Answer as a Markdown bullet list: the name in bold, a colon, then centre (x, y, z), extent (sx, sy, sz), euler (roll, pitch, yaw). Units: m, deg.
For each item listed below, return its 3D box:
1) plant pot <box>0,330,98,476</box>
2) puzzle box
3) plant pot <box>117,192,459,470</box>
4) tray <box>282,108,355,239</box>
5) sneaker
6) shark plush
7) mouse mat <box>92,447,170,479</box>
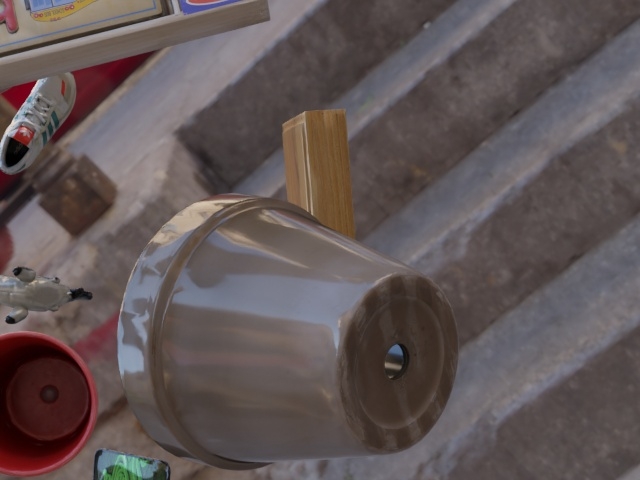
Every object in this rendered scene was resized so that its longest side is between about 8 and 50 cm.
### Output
- **plant pot**: centre (-0.558, 0.315, 2.059), extent (0.275, 0.275, 0.243), euler (-46, -2, -6)
- **puzzle box**: centre (-0.282, -0.310, 1.109), extent (0.409, 0.272, 0.052), euler (-15, -16, -3)
- **plant pot**: centre (-0.015, 0.116, 1.147), extent (0.280, 0.323, 0.323), euler (7, 51, 46)
- **tray**: centre (0.000, 0.000, 1.726), extent (0.076, 0.410, 0.203), euler (-4, 1, -12)
- **sneaker**: centre (-0.372, -0.153, 1.364), extent (0.161, 0.057, 0.075), euler (-55, 15, 10)
- **shark plush**: centre (-0.368, 0.059, 1.365), extent (0.067, 0.073, 0.161), euler (9, 13, 42)
- **mouse mat**: centre (-0.262, 0.385, 1.411), extent (0.153, 0.007, 0.189), euler (1, 84, 38)
